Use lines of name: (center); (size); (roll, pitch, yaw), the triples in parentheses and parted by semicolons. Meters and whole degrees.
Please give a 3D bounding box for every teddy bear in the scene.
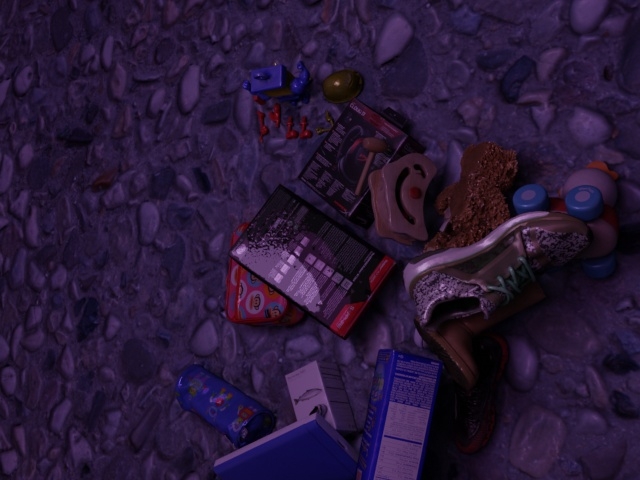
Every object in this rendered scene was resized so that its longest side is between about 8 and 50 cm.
teddy bear: (0.352, -0.060, 1.789); (0.245, 0.113, 0.338); (-28, 39, 55)

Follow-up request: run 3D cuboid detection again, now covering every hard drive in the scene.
hard drive: (-0.073, 0.552, 1.884); (0.318, 0.210, 0.040); (-31, 25, 24)

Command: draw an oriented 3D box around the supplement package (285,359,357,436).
supplement package: (0.001, 0.404, 1.924); (0.105, 0.105, 0.179); (-31, 62, 24)

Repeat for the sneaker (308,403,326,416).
sneaker: (-0.019, 0.425, 1.844); (0.031, 0.037, 0.083); (30, 96, 33)

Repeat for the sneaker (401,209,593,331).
sneaker: (0.363, 0.086, 1.576); (0.410, 0.158, 0.182); (-25, 39, 23)

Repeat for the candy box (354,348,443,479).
candy box: (0.165, 0.406, 1.706); (0.122, 0.268, 0.318); (13, 82, 0)

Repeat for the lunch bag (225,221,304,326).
lunch bag: (-0.157, 0.090, 2.117); (0.258, 0.120, 0.293); (-9, 71, 36)

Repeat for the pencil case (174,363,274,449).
pencil case: (-0.266, 0.450, 2.080); (0.306, 0.119, 0.133); (24, 69, 37)

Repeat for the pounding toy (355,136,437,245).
pounding toy: (0.186, -0.119, 1.880); (0.155, 0.154, 0.270); (-23, 73, 63)

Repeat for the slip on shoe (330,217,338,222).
slip on shoe: (0.000, 0.000, 2.072); (0.041, 0.051, 0.135); (32, 95, 56)

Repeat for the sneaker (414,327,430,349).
sneaker: (0.312, 0.151, 1.791); (0.091, 0.094, 0.258); (36, 97, 40)

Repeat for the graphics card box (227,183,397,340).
graphics card box: (-0.021, 0.053, 1.947); (0.370, 0.094, 0.233); (34, 83, 15)

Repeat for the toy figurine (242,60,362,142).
toy figurine: (-0.093, -0.405, 2.141); (0.362, 0.217, 0.192); (-1, 77, 34)

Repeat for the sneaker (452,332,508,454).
sneaker: (0.335, 0.334, 1.703); (0.097, 0.135, 0.276); (10, 84, 33)

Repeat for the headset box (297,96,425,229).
headset box: (0.113, -0.214, 2.015); (0.218, 0.110, 0.293); (41, 101, 34)

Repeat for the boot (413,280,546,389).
boot: (0.361, 0.169, 1.650); (0.269, 0.089, 0.236); (-28, 41, -7)

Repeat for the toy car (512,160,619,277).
toy car: (0.549, -0.080, 1.667); (0.210, 0.219, 0.238); (4, 50, 35)
